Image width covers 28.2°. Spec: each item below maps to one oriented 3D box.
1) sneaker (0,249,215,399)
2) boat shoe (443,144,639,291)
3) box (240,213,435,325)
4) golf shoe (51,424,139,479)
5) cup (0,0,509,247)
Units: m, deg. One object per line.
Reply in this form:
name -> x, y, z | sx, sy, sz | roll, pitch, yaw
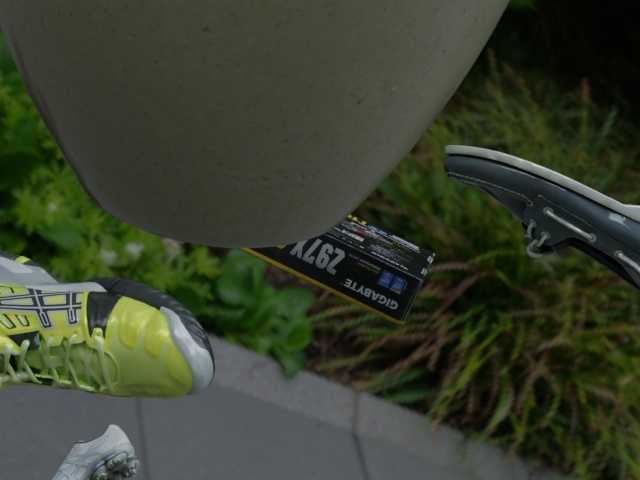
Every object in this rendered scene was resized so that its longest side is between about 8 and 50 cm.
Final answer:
sneaker -> -0.290, 0.120, 1.406 | 0.385, 0.145, 0.147 | 9, 34, 29
boat shoe -> 0.276, -0.020, 1.445 | 0.320, 0.099, 0.116 | 23, 3, 12
box -> 0.000, 0.000, 1.835 | 0.322, 0.079, 0.257 | 26, 9, 4
golf shoe -> -0.329, 0.320, 1.735 | 0.069, 0.176, 0.086 | 53, 7, -47
cup -> -0.048, -0.137, 0.731 | 0.331, 0.236, 0.331 | 8, 27, -4
